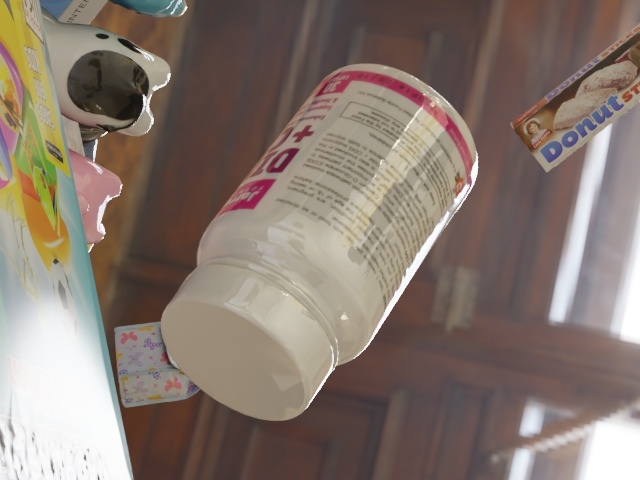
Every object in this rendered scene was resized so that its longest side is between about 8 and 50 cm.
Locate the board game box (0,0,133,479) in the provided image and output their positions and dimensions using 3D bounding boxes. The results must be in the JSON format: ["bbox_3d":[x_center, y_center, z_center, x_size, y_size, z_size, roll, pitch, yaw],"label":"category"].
[{"bbox_3d":[-0.162,-0.002,0.757,0.254,0.079,0.336,54,23,-77],"label":"board game box"}]

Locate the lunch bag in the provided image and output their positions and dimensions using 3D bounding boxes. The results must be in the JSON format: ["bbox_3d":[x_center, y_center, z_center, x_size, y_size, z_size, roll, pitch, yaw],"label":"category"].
[{"bbox_3d":[-0.148,0.111,1.678,0.071,0.083,0.053,-101,-172,-49],"label":"lunch bag"}]

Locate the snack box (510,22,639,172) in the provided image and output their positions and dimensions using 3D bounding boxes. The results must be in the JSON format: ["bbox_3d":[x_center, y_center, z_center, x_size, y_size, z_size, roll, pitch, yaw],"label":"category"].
[{"bbox_3d":[0.287,-0.151,1.879,0.064,0.178,0.022,50,7,-21],"label":"snack box"}]

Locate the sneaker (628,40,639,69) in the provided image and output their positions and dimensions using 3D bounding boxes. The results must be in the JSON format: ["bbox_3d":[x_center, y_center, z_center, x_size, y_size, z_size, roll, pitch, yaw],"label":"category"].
[{"bbox_3d":[0.340,-0.154,1.498,0.188,0.066,0.071,10,114,-31],"label":"sneaker"}]

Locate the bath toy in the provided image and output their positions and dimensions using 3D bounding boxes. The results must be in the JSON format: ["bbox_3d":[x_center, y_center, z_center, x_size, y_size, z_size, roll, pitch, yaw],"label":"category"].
[{"bbox_3d":[-0.225,-0.063,1.359,0.129,0.151,0.348,10,99,-62],"label":"bath toy"}]

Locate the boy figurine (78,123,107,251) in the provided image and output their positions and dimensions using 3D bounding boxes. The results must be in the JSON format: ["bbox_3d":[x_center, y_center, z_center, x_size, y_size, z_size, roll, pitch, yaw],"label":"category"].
[{"bbox_3d":[-0.337,-0.024,2.050,0.092,0.177,0.285,-22,138,-64],"label":"boy figurine"}]

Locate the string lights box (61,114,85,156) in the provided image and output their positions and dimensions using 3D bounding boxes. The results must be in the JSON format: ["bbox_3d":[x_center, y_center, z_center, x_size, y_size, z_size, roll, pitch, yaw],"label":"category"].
[{"bbox_3d":[-0.338,-0.030,1.618,0.077,0.259,0.133,37,37,-66],"label":"string lights box"}]

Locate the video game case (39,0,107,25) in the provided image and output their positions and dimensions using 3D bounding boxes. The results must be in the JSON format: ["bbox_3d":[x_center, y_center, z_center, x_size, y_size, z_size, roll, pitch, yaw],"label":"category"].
[{"bbox_3d":[-0.284,-0.258,1.534,0.269,0.061,0.244,8,136,-45],"label":"video game case"}]

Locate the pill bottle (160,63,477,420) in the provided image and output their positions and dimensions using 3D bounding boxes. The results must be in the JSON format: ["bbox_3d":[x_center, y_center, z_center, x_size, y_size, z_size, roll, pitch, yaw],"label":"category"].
[{"bbox_3d":[0.000,0.000,1.463,0.283,0.160,0.160,-55,148,-36],"label":"pill bottle"}]
